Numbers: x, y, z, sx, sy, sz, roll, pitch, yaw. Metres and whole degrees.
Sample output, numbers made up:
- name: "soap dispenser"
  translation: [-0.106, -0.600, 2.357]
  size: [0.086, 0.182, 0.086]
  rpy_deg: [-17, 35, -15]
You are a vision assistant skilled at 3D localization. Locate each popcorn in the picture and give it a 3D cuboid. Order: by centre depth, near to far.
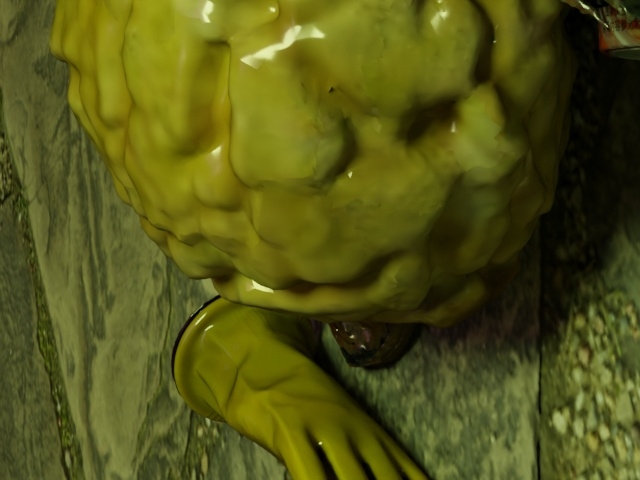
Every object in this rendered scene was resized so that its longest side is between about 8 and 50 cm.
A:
- name: "popcorn"
  translation: [-0.008, -0.124, 1.091]
  size: [0.390, 0.354, 0.344]
  rpy_deg: [-21, -53, -79]

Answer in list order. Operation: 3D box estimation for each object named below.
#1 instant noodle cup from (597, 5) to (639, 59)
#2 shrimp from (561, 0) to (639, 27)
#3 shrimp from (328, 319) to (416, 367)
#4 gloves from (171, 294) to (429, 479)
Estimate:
- name: "instant noodle cup"
  translation: [0.241, -0.186, 0.865]
  size: [0.250, 0.250, 0.192]
  rpy_deg: [8, 97, 56]
- name: "shrimp"
  translation: [0.094, -0.230, 0.837]
  size: [0.296, 0.058, 0.169]
  rpy_deg: [50, 125, 30]
- name: "shrimp"
  translation: [-0.003, -0.008, 1.314]
  size: [0.117, 0.066, 0.262]
  rpy_deg: [-63, 36, 23]
- name: "gloves"
  translation: [-0.001, 0.153, 1.210]
  size: [0.294, 0.133, 0.116]
  rpy_deg: [48, 119, 51]
